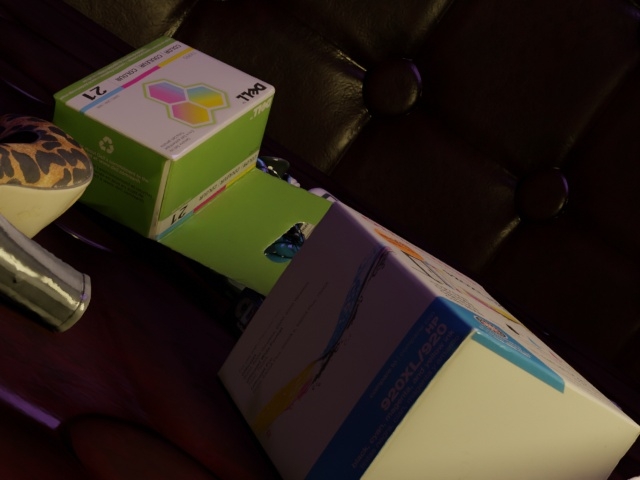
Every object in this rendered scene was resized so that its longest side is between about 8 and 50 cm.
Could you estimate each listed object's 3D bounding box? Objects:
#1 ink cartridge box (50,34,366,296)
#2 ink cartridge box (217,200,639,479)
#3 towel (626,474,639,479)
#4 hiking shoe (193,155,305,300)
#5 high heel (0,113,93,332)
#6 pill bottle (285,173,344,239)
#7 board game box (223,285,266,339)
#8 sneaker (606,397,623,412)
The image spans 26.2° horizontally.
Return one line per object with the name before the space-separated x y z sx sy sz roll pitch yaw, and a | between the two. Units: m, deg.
ink cartridge box | -0.094 -0.072 1.259 0.255 0.097 0.189 26 35 15
ink cartridge box | 0.066 0.112 0.971 0.171 0.168 0.232 31 8 -30
towel | 0.176 0.182 0.863 0.197 0.144 0.029 -10 56 -37
hiking shoe | -0.067 -0.020 1.364 0.304 0.132 0.113 40 8 33
high heel | -0.246 -0.062 0.925 0.186 0.093 0.261 39 13 -33
pill bottle | 0.000 0.000 1.662 0.180 0.108 0.108 37 7 9
board game box | 0.042 0.137 1.209 0.243 0.042 0.165 31 8 -32
sneaker | 0.262 0.215 1.397 0.109 0.130 0.286 35 5 11
